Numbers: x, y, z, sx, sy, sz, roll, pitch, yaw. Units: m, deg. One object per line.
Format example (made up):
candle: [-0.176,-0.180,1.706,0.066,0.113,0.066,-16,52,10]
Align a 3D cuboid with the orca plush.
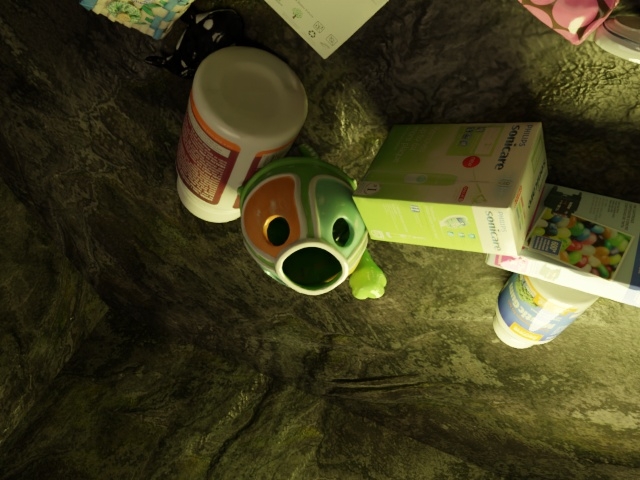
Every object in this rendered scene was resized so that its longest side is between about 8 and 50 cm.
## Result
orca plush: [-0.273,-0.378,1.146,0.287,0.102,0.151,5,141,37]

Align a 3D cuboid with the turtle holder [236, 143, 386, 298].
turtle holder: [-0.020,0.002,1.098,0.243,0.228,0.321,-17,132,3]

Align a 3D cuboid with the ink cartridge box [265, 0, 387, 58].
ink cartridge box: [0.047,-0.423,0.838,0.165,0.065,0.332,42,149,-17]

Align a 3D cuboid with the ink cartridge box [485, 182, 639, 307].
ink cartridge box: [0.466,0.001,0.967,0.310,0.186,0.065,18,145,20]

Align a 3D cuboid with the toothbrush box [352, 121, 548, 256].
toothbrush box: [0.232,-0.100,1.006,0.283,0.206,0.122,9,143,34]

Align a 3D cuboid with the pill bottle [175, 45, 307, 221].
pill bottle: [-0.189,-0.203,1.211,0.224,0.224,0.392,34,149,-5]

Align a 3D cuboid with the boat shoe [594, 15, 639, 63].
boat shoe: [0.469,-0.261,0.703,0.226,0.083,0.076,13,136,7]

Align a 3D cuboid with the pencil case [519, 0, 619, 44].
pencil case: [0.283,-0.347,0.715,0.209,0.095,0.098,33,149,-9]

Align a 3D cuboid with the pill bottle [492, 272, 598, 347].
pill bottle: [0.462,0.127,1.188,0.152,0.152,0.272,25,148,11]

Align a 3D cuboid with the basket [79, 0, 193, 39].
basket: [-0.331,-0.495,0.927,0.288,0.201,0.254,35,152,-26]
